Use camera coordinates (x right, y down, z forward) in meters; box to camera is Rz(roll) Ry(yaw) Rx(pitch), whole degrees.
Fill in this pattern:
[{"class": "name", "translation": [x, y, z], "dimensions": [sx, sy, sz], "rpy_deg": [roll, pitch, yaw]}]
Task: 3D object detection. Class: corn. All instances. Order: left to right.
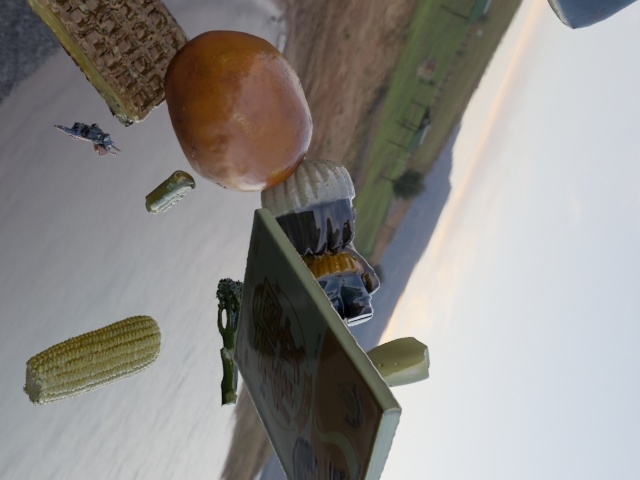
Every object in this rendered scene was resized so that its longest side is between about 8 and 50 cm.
[{"class": "corn", "translation": [-0.274, 0.145, 0.916], "dimensions": [0.165, 0.063, 0.085], "rpy_deg": [-16, 154, -39]}]

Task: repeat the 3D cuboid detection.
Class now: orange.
[{"class": "orange", "translation": [-0.137, -0.221, 1.282], "dimensions": [0.226, 0.283, 0.284], "rpy_deg": [-24, -179, 5]}]

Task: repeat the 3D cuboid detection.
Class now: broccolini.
[{"class": "broccolini", "translation": [-0.129, 0.155, 1.160], "dimensions": [0.067, 0.058, 0.216], "rpy_deg": [117, -27, -46]}]

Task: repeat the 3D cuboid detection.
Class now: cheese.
[{"class": "cheese", "translation": [0.089, 0.238, 1.359], "dimensions": [0.127, 0.255, 0.050], "rpy_deg": [26, -55, 58]}]

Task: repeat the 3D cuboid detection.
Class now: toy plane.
[{"class": "toy plane", "translation": [-0.566, -0.260, 1.834], "dimensions": [0.062, 0.135, 0.188], "rpy_deg": [-49, 151, 3]}]

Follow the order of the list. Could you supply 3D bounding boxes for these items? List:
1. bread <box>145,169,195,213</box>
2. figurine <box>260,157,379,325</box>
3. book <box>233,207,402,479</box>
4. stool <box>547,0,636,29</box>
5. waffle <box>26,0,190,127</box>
[{"class": "bread", "translation": [-0.233, -0.075, 1.158], "dimensions": [0.088, 0.033, 0.049], "rpy_deg": [-37, 157, 18]}, {"class": "figurine", "translation": [0.003, -0.006, 1.401], "dimensions": [0.204, 0.185, 0.332], "rpy_deg": [90, -17, -56]}, {"class": "book", "translation": [-0.020, 0.131, 0.710], "dimensions": [0.295, 0.020, 0.207], "rpy_deg": [-126, -141, -49]}, {"class": "stool", "translation": [0.410, -0.518, 1.083], "dimensions": [0.310, 0.310, 0.226], "rpy_deg": [-32, -127, 18]}, {"class": "waffle", "translation": [-0.386, -0.399, 1.439], "dimensions": [0.091, 0.308, 0.213], "rpy_deg": [-1, -137, 48]}]
